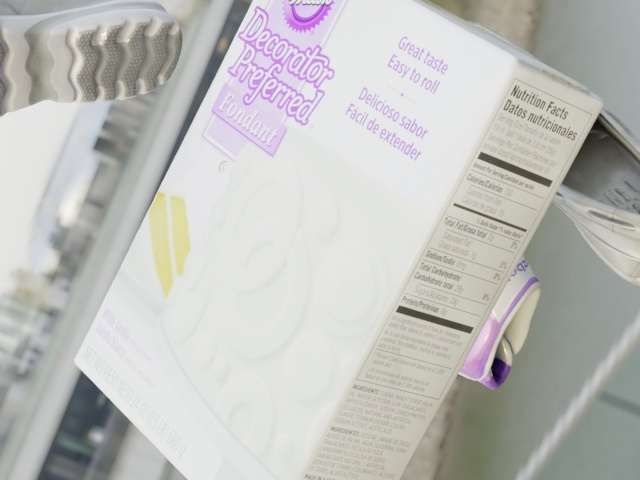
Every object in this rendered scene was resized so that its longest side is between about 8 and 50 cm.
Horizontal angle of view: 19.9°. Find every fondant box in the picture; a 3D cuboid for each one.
[{"bbox_3d":[0.000,0.000,1.158,0.238,0.096,0.330,37,103,45],"label":"fondant box"}]

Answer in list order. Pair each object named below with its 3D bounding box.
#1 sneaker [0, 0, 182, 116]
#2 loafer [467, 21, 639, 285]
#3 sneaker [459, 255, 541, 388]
[{"bbox_3d":[-0.250,-0.154,1.360,0.115,0.281,0.105,54,135,41],"label":"sneaker"},{"bbox_3d":[0.213,-0.096,1.626,0.112,0.319,0.111,-39,-25,-15],"label":"loafer"},{"bbox_3d":[0.065,0.079,1.482,0.102,0.161,0.282,-33,-8,-46],"label":"sneaker"}]
